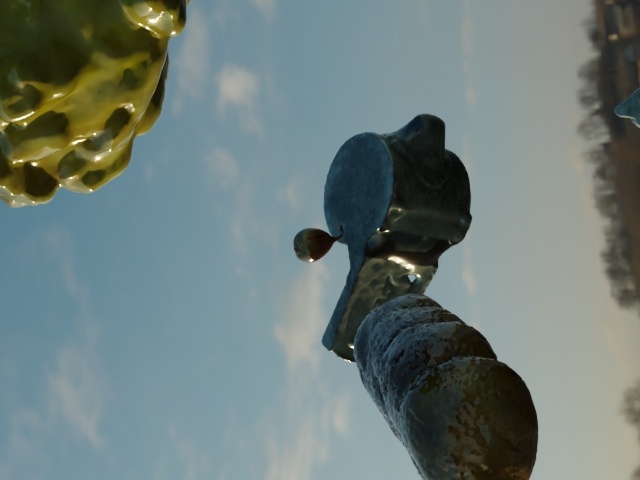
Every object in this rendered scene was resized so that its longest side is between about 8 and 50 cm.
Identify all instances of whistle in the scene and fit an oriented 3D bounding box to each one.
[{"bbox_3d":[0.118,0.002,1.754,0.168,0.188,0.405,8,-94,-35],"label":"whistle"}]

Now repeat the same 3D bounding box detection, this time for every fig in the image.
[{"bbox_3d":[0.000,0.000,1.569,0.083,0.050,0.050,-23,-67,-25],"label":"fig"}]

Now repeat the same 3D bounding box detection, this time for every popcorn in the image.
[{"bbox_3d":[-0.221,-0.157,0.834,0.250,0.235,0.242,-57,-13,1],"label":"popcorn"}]

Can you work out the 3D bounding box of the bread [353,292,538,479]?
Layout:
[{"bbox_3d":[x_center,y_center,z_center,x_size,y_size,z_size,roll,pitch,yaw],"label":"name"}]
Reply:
[{"bbox_3d":[0.077,0.107,0.831,0.344,0.084,0.124,-136,41,-78],"label":"bread"}]

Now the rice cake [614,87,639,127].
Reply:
[{"bbox_3d":[0.449,-0.194,1.269,0.063,0.206,0.069,0,-126,-49],"label":"rice cake"}]
